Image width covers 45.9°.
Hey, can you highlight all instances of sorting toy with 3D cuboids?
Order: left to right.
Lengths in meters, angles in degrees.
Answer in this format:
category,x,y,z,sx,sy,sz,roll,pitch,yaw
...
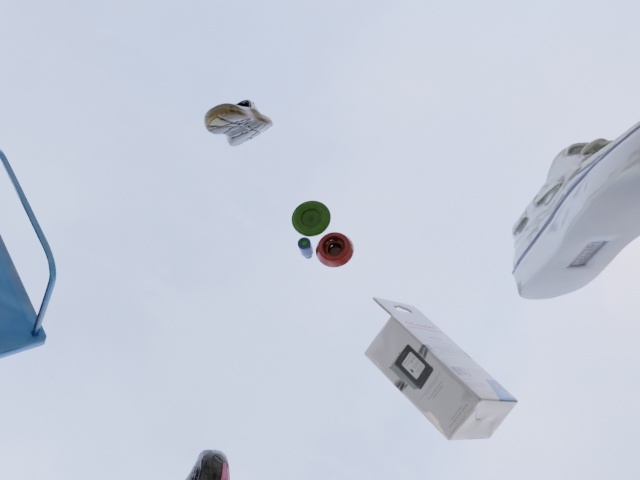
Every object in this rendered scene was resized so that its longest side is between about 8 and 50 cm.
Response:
category,x,y,z,sx,sy,sz,roll,pitch,yaw
sorting toy,0.000,0.000,0.974,0.061,0.042,0.102,-33,-116,-8

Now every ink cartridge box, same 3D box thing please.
category,x,y,z,sx,sy,sz,roll,pitch,yaw
ink cartridge box,0.126,0.146,0.873,0.104,0.180,0.060,17,-69,-50

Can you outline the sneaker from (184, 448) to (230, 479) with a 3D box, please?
category,x,y,z,sx,sy,sz,roll,pitch,yaw
sneaker,-0.090,0.158,0.388,0.057,0.047,0.119,30,-98,-9

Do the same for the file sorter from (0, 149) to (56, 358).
category,x,y,z,sx,sy,sz,roll,pitch,yaw
file sorter,-0.272,0.020,0.477,0.170,0.104,0.118,-17,-114,-37

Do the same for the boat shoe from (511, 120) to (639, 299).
category,x,y,z,sx,sy,sz,roll,pitch,yaw
boat shoe,0.231,-0.040,0.635,0.096,0.267,0.088,-5,-117,-9

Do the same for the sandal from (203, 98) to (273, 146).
category,x,y,z,sx,sy,sz,roll,pitch,yaw
sandal,-0.116,-0.171,1.049,0.072,0.180,0.049,-25,-97,12
